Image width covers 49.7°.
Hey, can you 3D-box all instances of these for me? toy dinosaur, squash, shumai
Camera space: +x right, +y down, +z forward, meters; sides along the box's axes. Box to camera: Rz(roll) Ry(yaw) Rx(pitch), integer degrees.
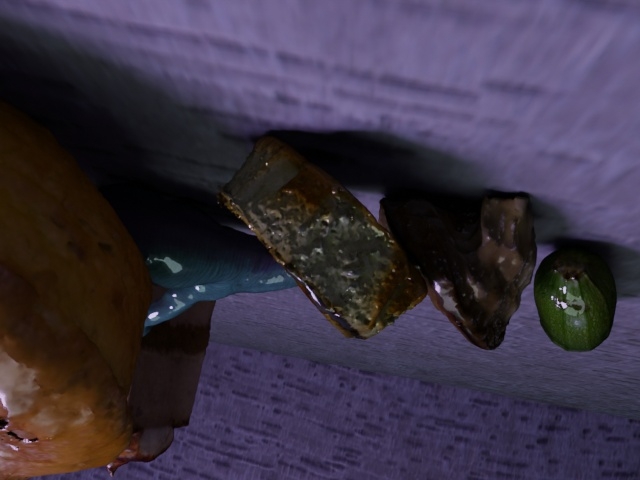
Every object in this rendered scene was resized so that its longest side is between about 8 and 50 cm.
[{"bbox_3d":[-0.114,-0.011,0.621,0.383,0.130,0.330,23,151,-38],"label":"toy dinosaur"},{"bbox_3d":[0.238,0.062,0.646,0.068,0.077,0.219,-34,157,7],"label":"squash"},{"bbox_3d":[0.113,0.017,0.545,0.105,0.139,0.123,-19,-161,-4],"label":"shumai"}]

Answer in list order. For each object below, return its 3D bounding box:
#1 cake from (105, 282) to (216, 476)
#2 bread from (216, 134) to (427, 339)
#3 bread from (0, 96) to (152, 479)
[{"bbox_3d":[-0.262,0.138,0.871,0.198,0.293,0.196,6,170,16],"label":"cake"},{"bbox_3d":[0.000,0.000,0.474,0.140,0.069,0.128,46,180,31],"label":"bread"},{"bbox_3d":[-0.298,0.032,0.503,0.336,0.204,0.358,-12,134,24],"label":"bread"}]
